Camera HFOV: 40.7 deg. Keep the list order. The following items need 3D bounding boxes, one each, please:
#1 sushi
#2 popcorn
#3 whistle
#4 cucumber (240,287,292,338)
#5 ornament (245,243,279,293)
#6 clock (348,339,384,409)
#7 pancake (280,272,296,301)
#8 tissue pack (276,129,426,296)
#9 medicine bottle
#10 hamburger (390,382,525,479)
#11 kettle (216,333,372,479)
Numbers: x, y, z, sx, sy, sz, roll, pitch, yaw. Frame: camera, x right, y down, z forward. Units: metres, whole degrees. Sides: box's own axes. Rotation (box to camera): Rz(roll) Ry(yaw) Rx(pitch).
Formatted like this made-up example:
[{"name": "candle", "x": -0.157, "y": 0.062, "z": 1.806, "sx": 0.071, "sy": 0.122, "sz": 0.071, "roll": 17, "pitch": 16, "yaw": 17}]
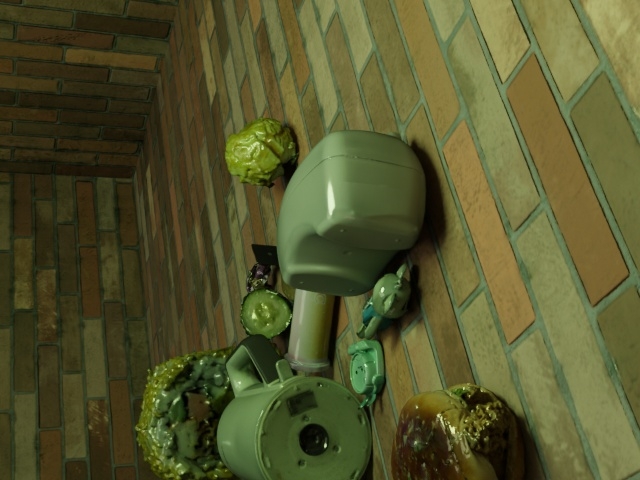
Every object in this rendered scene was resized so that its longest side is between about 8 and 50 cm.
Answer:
[{"name": "sushi", "x": -0.253, "y": 0.446, "z": 2.145, "sx": 0.240, "sy": 0.396, "sz": 0.351, "roll": -25, "pitch": 73, "yaw": 61}, {"name": "popcorn", "x": -0.147, "y": -0.220, "z": 2.232, "sx": 0.212, "sy": 0.198, "sz": 0.198, "roll": 76, "pitch": 177, "yaw": -49}, {"name": "whistle", "x": 0.119, "y": 0.133, "z": 1.654, "sx": 0.236, "sy": 0.077, "sz": 0.114, "roll": 117, "pitch": 177, "yaw": -57}, {"name": "cucumber", "x": -0.150, "y": 0.206, "z": 2.243, "sx": 0.244, "sy": 0.134, "sz": 0.134, "roll": 125, "pitch": 142, "yaw": -74}, {"name": "ornament", "x": -0.157, "y": 0.109, "z": 2.336, "sx": 0.088, "sy": 0.081, "sz": 0.203, "roll": -114, "pitch": 31, "yaw": -49}, {"name": "clock", "x": 0.093, "y": 0.270, "z": 1.744, "sx": 0.101, "sy": 0.041, "sz": 0.135, "roll": 142, "pitch": 126, "yaw": -63}, {"name": "pancake", "x": -0.067, "y": 0.031, "z": 2.148, "sx": 0.242, "sy": 0.050, "sz": 0.242, "roll": -178, "pitch": 90, "yaw": -68}, {"name": "tissue pack", "x": 0.049, "y": -0.060, "z": 1.622, "sx": 0.333, "sy": 0.229, "sz": 0.236, "roll": 127, "pitch": 147, "yaw": -55}, {"name": "medicine bottle", "x": -0.003, "y": 0.075, "z": 1.929, "sx": 0.108, "sy": 0.108, "sz": 0.426, "roll": -148, "pitch": 64, "yaw": -65}, {"name": "hamburger", "x": 0.212, "y": 0.344, "z": 1.327, "sx": 0.286, "sy": 0.146, "sz": 0.243, "roll": -48, "pitch": 52, "yaw": 56}, {"name": "kettle", "x": -0.098, "y": 0.381, "z": 1.884, "sx": 0.361, "sy": 0.250, "sz": 0.376, "roll": 67, "pitch": 156, "yaw": 1}]
